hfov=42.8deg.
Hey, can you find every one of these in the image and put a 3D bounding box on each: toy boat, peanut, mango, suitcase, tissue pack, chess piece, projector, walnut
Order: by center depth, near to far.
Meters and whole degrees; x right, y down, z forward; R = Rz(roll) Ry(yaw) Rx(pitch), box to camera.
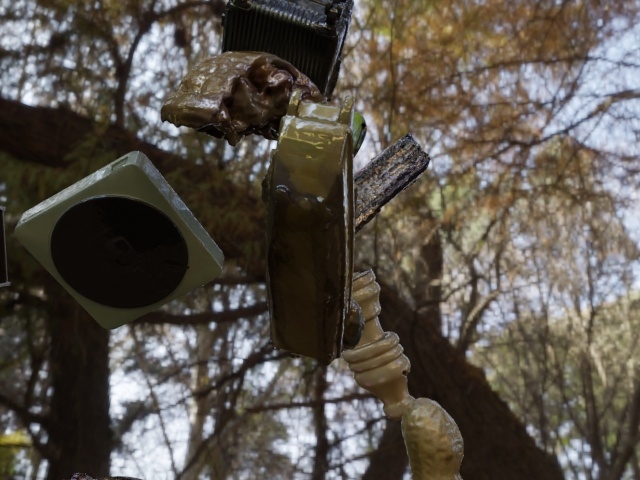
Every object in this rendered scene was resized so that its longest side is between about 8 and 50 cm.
[{"bbox_3d":[0.000,0.000,1.069,0.136,0.162,0.445,12,-41,10],"label":"toy boat"},{"bbox_3d":[0.159,0.298,1.108,0.080,0.174,0.080,-14,5,1],"label":"peanut"},{"bbox_3d":[-0.109,-0.202,1.183,0.238,0.141,0.204,11,3,-29],"label":"walnut"},{"bbox_3d":[-0.062,-0.310,1.350,0.202,0.128,0.312,19,-39,1],"label":"suitcase"},{"bbox_3d":[-0.335,0.004,1.385,0.257,0.079,0.259,-26,-60,15],"label":"projector"},{"bbox_3d":[0.098,0.221,1.644,0.139,0.307,0.124,-25,3,-9],"label":"chess piece"},{"bbox_3d":[0.036,-0.200,1.669,0.091,0.165,0.074,5,-28,47],"label":"mango"},{"bbox_3d":[0.088,-0.091,1.898,0.123,0.332,0.245,51,-20,1],"label":"tissue pack"}]

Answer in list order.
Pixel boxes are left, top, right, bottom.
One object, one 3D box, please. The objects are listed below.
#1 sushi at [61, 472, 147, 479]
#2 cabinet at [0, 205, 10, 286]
[{"bbox_3d":[-0.255,0.405,1.022,0.227,0.212,0.215,-19,-54,43],"label":"sushi"},{"bbox_3d":[-0.722,0.016,1.655,0.148,0.175,0.215,-4,0,-9],"label":"cabinet"}]
